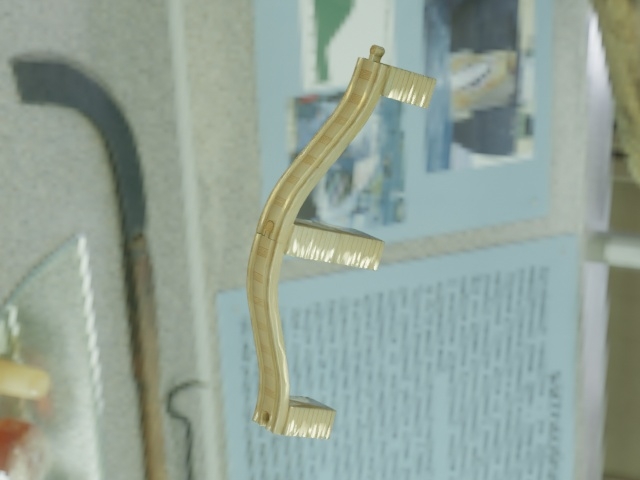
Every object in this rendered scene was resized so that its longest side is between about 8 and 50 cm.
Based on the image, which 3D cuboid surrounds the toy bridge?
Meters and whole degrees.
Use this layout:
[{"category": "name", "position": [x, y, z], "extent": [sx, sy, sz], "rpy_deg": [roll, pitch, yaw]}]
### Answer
[{"category": "toy bridge", "position": [0.000, 0.000, 0.716], "extent": [0.063, 0.026, 0.188], "rpy_deg": [10, 99, -40]}]
